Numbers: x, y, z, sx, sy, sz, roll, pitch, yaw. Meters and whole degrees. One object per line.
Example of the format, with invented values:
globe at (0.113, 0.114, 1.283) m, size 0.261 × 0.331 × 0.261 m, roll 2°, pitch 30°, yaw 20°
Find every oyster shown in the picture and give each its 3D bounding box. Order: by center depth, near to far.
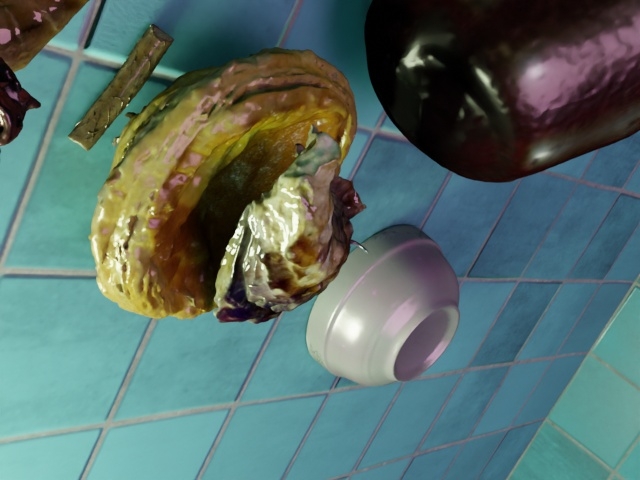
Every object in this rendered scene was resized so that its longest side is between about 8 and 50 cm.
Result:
oyster at (-0.023, 0.009, 0.918) m, size 0.275 × 0.100 × 0.271 m, roll -58°, pitch 167°, yaw 15°

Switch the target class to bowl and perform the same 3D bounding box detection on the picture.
bowl at (0.128, 0.132, 1.418) m, size 0.287 × 0.144 × 0.287 m, roll -31°, pitch 142°, yaw -27°

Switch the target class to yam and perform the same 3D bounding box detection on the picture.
yam at (-0.201, -0.153, 0.859) m, size 0.145 × 0.032 × 0.032 m, roll -52°, pitch 147°, yaw 3°

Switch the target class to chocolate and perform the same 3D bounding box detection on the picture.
chocolate at (0.229, -0.243, 0.997) m, size 0.331 × 0.384 × 0.383 m, roll -31°, pitch 141°, yaw -25°

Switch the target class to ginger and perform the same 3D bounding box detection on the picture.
ginger at (-0.178, -0.262, 0.738) m, size 0.334 × 0.081 × 0.148 m, roll -37°, pitch 145°, yaw -28°

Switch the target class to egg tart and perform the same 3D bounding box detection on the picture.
egg tart at (-0.115, -0.072, 0.934) m, size 0.352 × 0.150 × 0.352 m, roll -32°, pitch 148°, yaw -23°

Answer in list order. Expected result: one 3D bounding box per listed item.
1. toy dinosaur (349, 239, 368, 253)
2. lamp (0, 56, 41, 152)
toy dinosaur at (0.000, 0.000, 1.197) m, size 0.197 × 0.080 × 0.045 m, roll 10°, pitch 111°, yaw -53°
lamp at (-0.323, -0.114, 0.627) m, size 0.223 × 0.151 × 0.215 m, roll -34°, pitch 130°, yaw 24°
